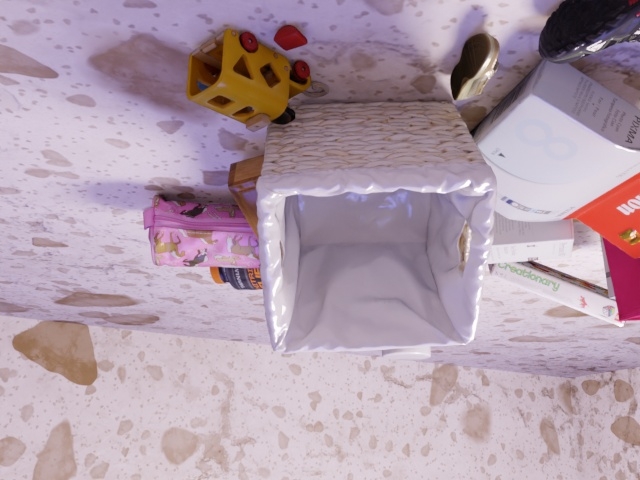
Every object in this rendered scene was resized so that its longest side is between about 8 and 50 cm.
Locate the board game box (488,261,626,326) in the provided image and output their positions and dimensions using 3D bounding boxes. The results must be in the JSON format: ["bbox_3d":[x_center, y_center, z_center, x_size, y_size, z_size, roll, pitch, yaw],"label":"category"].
[{"bbox_3d":[0.540,0.101,1.690,0.305,0.053,0.193,21,-170,7],"label":"board game box"}]

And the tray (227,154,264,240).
[{"bbox_3d":[0.000,0.000,1.409,0.202,0.076,0.411,-14,132,14],"label":"tray"}]

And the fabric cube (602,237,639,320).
[{"bbox_3d":[0.696,-0.005,1.329,0.254,0.258,0.259,0,163,-21],"label":"fabric cube"}]

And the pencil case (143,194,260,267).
[{"bbox_3d":[-0.175,-0.013,1.558,0.386,0.160,0.167,2,123,-2],"label":"pencil case"}]

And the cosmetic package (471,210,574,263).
[{"bbox_3d":[0.386,-0.047,1.414,0.183,0.152,0.151,-4,165,16],"label":"cosmetic package"}]

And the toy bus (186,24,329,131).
[{"bbox_3d":[-0.091,-0.210,1.042,0.202,0.104,0.191,1,162,2],"label":"toy bus"}]

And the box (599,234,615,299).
[{"bbox_3d":[0.686,0.047,1.628,0.145,0.186,0.038,13,156,-31],"label":"box"}]

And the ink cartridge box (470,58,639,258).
[{"bbox_3d":[0.423,-0.087,1.157,0.385,0.091,0.308,33,156,-3],"label":"ink cartridge box"}]

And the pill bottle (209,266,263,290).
[{"bbox_3d":[-0.146,0.056,1.798,0.245,0.130,0.130,-5,160,18],"label":"pill bottle"}]

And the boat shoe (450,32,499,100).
[{"bbox_3d":[0.222,-0.240,1.019,0.048,0.056,0.153,-6,164,-7],"label":"boat shoe"}]

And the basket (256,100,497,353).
[{"bbox_3d":[0.077,-0.028,1.145,0.331,0.266,0.328,-2,129,0],"label":"basket"}]

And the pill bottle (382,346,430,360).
[{"bbox_3d":[0.222,0.173,1.910,0.153,0.265,0.153,1,161,0],"label":"pill bottle"}]

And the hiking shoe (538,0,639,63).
[{"bbox_3d":[0.379,-0.263,0.886,0.114,0.086,0.227,21,153,-37],"label":"hiking shoe"}]
